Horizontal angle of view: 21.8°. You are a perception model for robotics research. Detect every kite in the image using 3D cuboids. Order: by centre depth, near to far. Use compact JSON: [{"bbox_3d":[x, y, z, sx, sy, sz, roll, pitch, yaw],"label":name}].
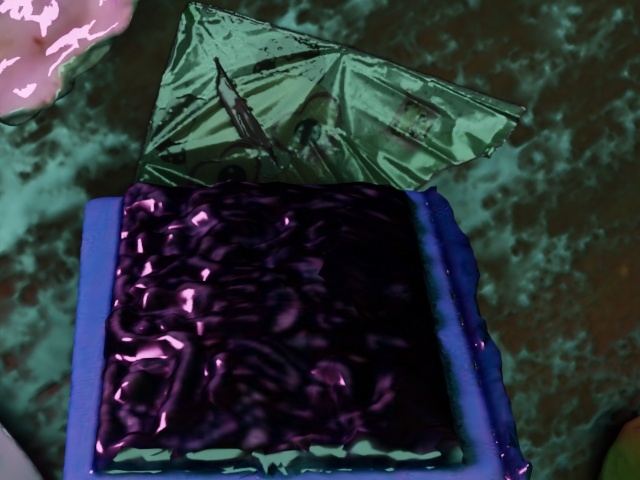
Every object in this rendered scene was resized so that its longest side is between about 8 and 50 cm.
[{"bbox_3d":[0.000,0.000,0.773,0.229,0.012,0.250,-27,105,-3],"label":"kite"}]

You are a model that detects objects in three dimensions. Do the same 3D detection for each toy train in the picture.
[{"bbox_3d":[-0.018,0.125,0.638,0.188,0.300,0.265,-1,120,-5],"label":"toy train"}]

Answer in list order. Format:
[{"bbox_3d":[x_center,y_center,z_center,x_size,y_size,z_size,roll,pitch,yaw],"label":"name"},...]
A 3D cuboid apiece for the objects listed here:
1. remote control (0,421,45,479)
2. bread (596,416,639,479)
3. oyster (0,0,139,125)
[{"bbox_3d":[-0.207,0.062,0.734,0.073,0.044,0.229,-42,96,-12],"label":"remote control"},{"bbox_3d":[0.326,0.222,0.761,0.362,0.233,0.245,2,98,-14],"label":"bread"},{"bbox_3d":[-0.115,-0.189,0.674,0.271,0.100,0.275,-5,114,-6],"label":"oyster"}]
